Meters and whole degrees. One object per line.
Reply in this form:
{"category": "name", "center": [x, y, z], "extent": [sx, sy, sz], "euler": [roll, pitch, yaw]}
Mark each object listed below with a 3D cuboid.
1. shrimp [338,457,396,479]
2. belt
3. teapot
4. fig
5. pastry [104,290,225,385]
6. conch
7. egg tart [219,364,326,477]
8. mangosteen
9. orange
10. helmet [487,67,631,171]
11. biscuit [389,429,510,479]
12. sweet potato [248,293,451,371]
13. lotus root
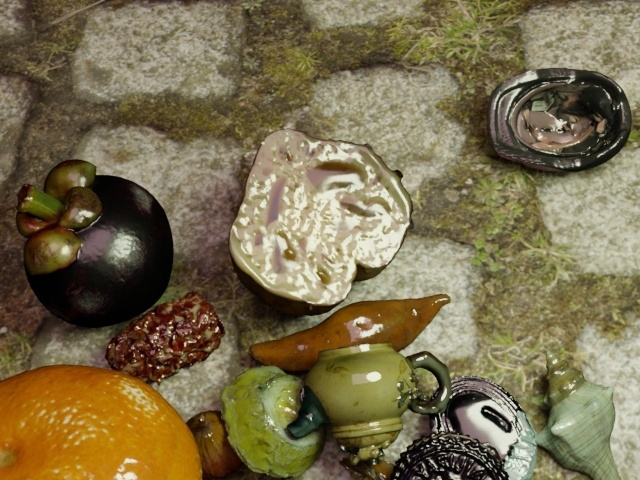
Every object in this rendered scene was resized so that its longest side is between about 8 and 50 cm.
{"category": "shrimp", "center": [0.119, 0.423, 1.322], "extent": [0.236, 0.053, 0.133], "euler": [31, 87, 15]}
{"category": "belt", "center": [0.262, 0.310, 1.349], "extent": [0.151, 0.078, 0.198], "euler": [-35, 65, -6]}
{"category": "teapot", "center": [0.078, 0.253, 1.304], "extent": [0.270, 0.173, 0.182], "euler": [-4, 79, -14]}
{"category": "fig", "center": [-0.165, 0.322, 1.336], "extent": [0.119, 0.153, 0.119], "euler": [8, 70, -21]}
{"category": "pastry", "center": [-0.268, 0.173, 1.449], "extent": [0.209, 0.097, 0.115], "euler": [-24, 52, -9]}
{"category": "conch", "center": [0.403, 0.290, 1.342], "extent": [0.137, 0.114, 0.233], "euler": [-7, 66, 14]}
{"category": "egg tart", "center": [-0.061, 0.278, 1.342], "extent": [0.197, 0.078, 0.197], "euler": [26, 45, -29]}
{"category": "mangosteen", "center": [-0.398, -0.001, 1.430], "extent": [0.275, 0.302, 0.274], "euler": [-15, 54, 22]}
{"category": "orange", "center": [-0.370, 0.384, 1.203], "extent": [0.424, 0.326, 0.423], "euler": [-8, 43, 8]}
{"category": "helmet", "center": [0.455, -0.219, 1.602], "extent": [0.253, 0.154, 0.198], "euler": [-5, 79, 21]}
{"category": "biscuit", "center": [0.194, 0.383, 1.266], "extent": [0.195, 0.053, 0.194], "euler": [-1, 80, 7]}
{"category": "sweet potato", "center": [0.059, 0.160, 1.431], "extent": [0.359, 0.112, 0.112], "euler": [-19, 62, -9]}
{"category": "lotus root", "center": [0.000, 0.000, 1.461], "extent": [0.316, 0.250, 0.316], "euler": [1, 70, -4]}
